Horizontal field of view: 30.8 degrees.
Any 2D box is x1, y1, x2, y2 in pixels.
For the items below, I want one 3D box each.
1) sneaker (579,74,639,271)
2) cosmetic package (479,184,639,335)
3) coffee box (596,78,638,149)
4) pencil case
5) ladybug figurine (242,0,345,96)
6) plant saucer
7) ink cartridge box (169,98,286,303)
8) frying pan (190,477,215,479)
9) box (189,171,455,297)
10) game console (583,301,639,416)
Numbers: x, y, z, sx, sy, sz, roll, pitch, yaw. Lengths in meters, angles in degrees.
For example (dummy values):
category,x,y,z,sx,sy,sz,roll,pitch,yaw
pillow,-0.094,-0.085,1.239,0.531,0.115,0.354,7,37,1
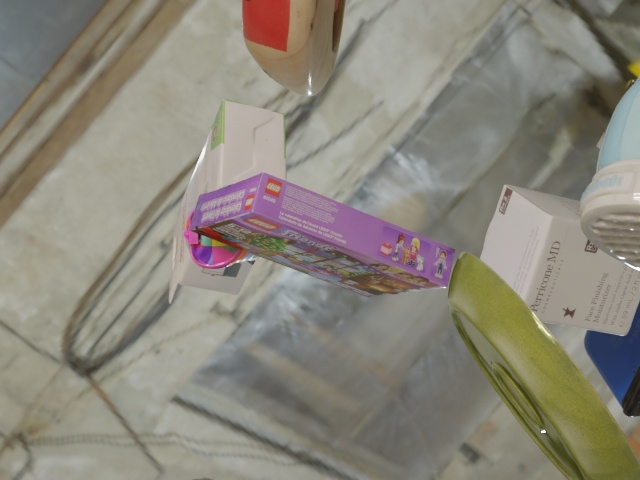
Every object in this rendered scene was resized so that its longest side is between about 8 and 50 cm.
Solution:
category,x,y,z,sx,sy,sz,roll,pitch,yaw
sneaker,0.352,-0.012,0.775,0.366,0.150,0.135,25,161,-17
cosmetic package,0.341,0.027,1.628,0.184,0.151,0.151,10,-164,-22
coffee box,0.594,-0.144,1.900,0.098,0.141,0.246,-14,-131,-42
pencil case,-0.125,-0.012,1.701,0.104,0.104,0.236,41,-172,7
ladybug figurine,-0.038,-0.470,1.965,0.162,0.449,0.305,9,-161,5
plant saucer,0.170,0.117,0.929,0.241,0.037,0.241,54,176,5
ink cartridge box,-0.168,-0.049,2.053,0.119,0.353,0.207,11,-130,-17
frying pan,-0.025,0.356,1.310,0.326,0.053,0.197,29,169,5
box,0.000,0.000,1.524,0.293,0.057,0.201,21,164,-25
game console,0.557,0.128,1.739,0.173,0.293,0.250,2,-144,-19
